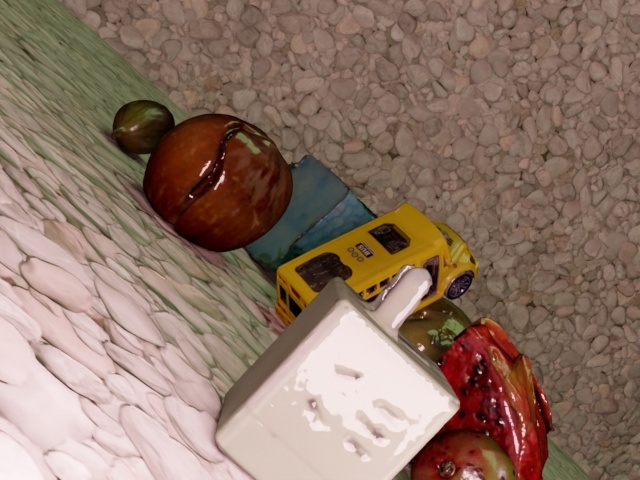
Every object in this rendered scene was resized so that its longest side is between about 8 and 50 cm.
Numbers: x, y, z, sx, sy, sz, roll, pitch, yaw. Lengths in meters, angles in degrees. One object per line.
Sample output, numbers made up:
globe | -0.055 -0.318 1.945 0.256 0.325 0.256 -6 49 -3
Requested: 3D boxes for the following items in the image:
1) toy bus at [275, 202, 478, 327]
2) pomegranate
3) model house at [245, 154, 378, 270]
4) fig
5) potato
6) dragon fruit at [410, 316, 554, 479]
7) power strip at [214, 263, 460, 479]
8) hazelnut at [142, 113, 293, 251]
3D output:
toy bus | 0.097 0.051 1.334 0.145 0.331 0.151 45 -29 38
pomegranate | 0.173 0.294 1.028 0.129 0.129 0.159 44 -3 13
model house | 0.000 0.000 1.683 0.241 0.226 0.261 43 3 -32
fig | -0.331 -0.200 1.509 0.103 0.109 0.154 51 33 5
potato | 0.187 0.203 1.498 0.218 0.202 0.351 48 4 23
dragon fruit | 0.226 0.259 1.255 0.240 0.303 0.330 10 1 16
power strip | 0.032 0.121 0.746 0.140 0.224 0.139 43 4 -5
hazelnut | -0.159 -0.100 1.318 0.218 0.218 0.234 46 8 38
